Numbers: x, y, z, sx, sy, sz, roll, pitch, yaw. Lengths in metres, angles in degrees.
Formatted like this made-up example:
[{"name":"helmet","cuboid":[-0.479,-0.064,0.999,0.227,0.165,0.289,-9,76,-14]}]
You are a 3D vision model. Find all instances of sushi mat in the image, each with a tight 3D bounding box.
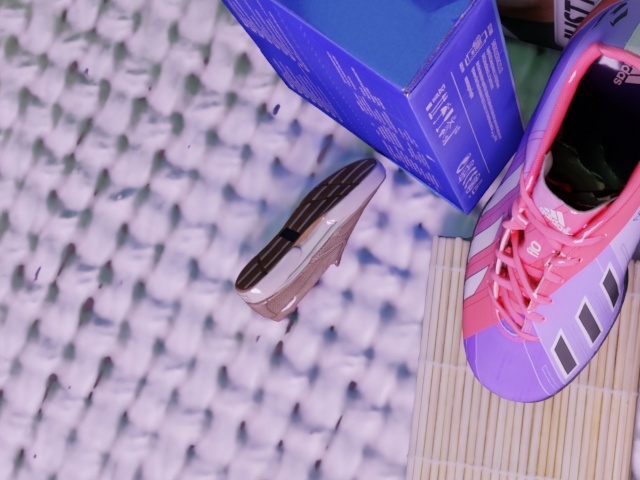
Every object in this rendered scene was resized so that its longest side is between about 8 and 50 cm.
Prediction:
[{"name":"sushi mat","cuboid":[0.133,0.155,1.064,0.151,0.019,0.316,6,83,12]}]

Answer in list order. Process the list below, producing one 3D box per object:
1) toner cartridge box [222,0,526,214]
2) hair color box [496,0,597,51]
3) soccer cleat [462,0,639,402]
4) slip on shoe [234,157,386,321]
[{"name":"toner cartridge box","cuboid":[0.031,-0.118,0.955,0.165,0.348,0.075,38,89,13]},{"name":"hair color box","cuboid":[0.121,-0.217,1.031,0.374,0.185,0.113,17,78,13]},{"name":"soccer cleat","cuboid":[0.146,-0.013,0.948,0.108,0.116,0.318,30,126,13]},{"name":"slip on shoe","cuboid":[0.000,0.000,1.102,0.135,0.051,0.041,-48,116,-7]}]
